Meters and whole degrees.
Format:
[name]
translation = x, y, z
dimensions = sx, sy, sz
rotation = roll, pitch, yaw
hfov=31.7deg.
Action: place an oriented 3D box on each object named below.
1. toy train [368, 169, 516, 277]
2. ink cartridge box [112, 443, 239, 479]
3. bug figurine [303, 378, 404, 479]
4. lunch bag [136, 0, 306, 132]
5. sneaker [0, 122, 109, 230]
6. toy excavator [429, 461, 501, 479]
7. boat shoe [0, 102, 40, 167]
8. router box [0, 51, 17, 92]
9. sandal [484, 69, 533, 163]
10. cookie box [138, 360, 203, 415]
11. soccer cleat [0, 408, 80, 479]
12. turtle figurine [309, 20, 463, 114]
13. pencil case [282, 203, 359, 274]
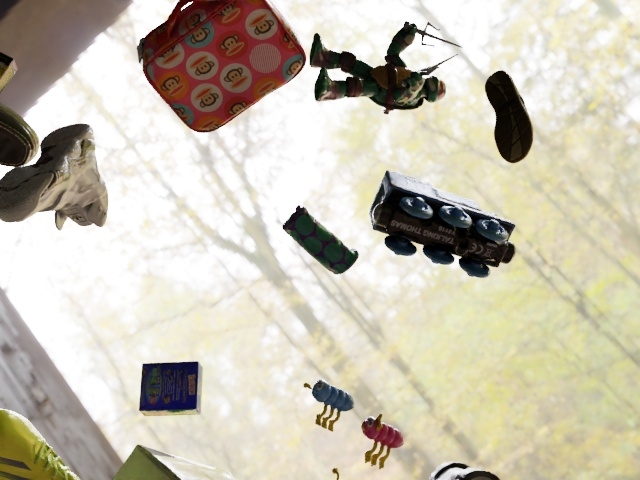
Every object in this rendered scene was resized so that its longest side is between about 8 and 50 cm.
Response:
[toy train]
translation = 0.148, -0.020, 1.369
dimensions = 0.105, 0.184, 0.080
rotation = -97, 26, -61
[ink cartridge box]
translation = -0.226, 0.441, 1.719
dimensions = 0.198, 0.114, 0.273
rotation = -56, -33, -2
[bug figurine]
translation = 0.061, 0.357, 1.881
dimensions = 0.216, 0.279, 0.072
rotation = 27, -49, -31
[lunch bag]
translation = -0.201, -0.372, 2.192
dimensions = 0.293, 0.120, 0.258
rotation = -31, -49, 11
[sneaker]
translation = -0.563, -0.090, 2.438
dimensions = 0.137, 0.210, 0.366
rotation = -5, 30, 19
[toy excavator]
translation = 0.173, 0.622, 2.266
dimensions = 0.445, 0.433, 0.222
rotation = -44, 2, -11
[boat shoe]
translation = -0.538, -0.167, 1.579
dimensions = 0.103, 0.285, 0.092
rotation = -55, 17, 29
[router box]
translation = -0.699, -0.328, 2.178
dimensions = 0.133, 0.179, 0.046
rotation = -61, -7, -21
[sandal]
translation = 0.341, -0.220, 2.013
dimensions = 0.072, 0.180, 0.049
rotation = -25, -28, 28
[cookie box]
translation = -0.270, 0.269, 2.044
dimensions = 0.107, 0.092, 0.040
rotation = -3, -23, 8
[soccer cleat]
translation = -0.352, 0.331, 1.514
dimensions = 0.121, 0.289, 0.093
rotation = -7, 35, 29
[turtle figurine]
translation = 0.105, -0.240, 1.639
dimensions = 0.234, 0.175, 0.118
rotation = 2, -58, -14
[pencil case]
translation = 0.000, 0.000, 2.182
dimensions = 0.064, 0.151, 0.070
rotation = -39, 14, 43
